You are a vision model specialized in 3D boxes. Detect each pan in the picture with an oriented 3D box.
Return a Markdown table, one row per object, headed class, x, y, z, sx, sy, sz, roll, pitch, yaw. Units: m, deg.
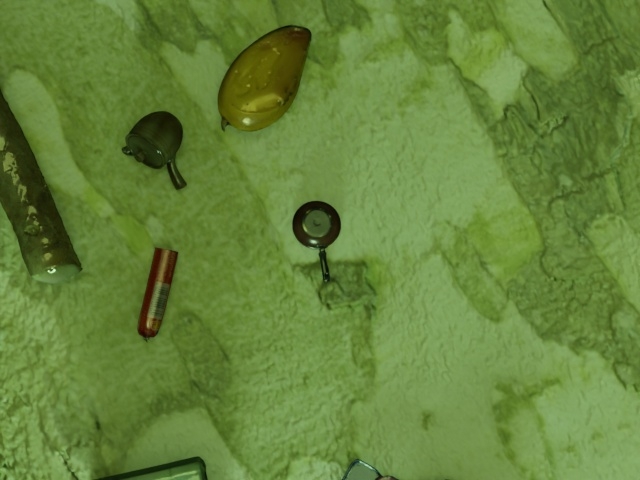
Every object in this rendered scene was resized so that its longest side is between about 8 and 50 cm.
| class | x | y | z | sx | sy | sz | roll | pitch | yaw |
| --- | --- | --- | --- | --- | --- | --- | --- | --- | --- |
| pan | 0.000 | 0.000 | 1.799 | 0.068 | 0.023 | 0.115 | -11 | 85 | -6 |

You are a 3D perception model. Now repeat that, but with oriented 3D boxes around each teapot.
| class | x | y | z | sx | sy | sz | roll | pitch | yaw |
| --- | --- | --- | --- | --- | --- | --- | --- | --- | --- |
| teapot | -0.220 | -0.121 | 1.788 | 0.110 | 0.085 | 0.080 | 52 | 57 | -26 |

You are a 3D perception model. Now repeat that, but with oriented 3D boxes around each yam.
| class | x | y | z | sx | sy | sz | roll | pitch | yaw |
| --- | --- | --- | --- | --- | --- | --- | --- | --- | --- |
| yam | -0.424 | -0.104 | 1.754 | 0.081 | 0.081 | 0.357 | -24 | 85 | -6 |

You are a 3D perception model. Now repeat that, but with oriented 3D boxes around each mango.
| class | x | y | z | sx | sy | sz | roll | pitch | yaw |
| --- | --- | --- | --- | --- | --- | --- | --- | --- | --- |
| mango | -0.077 | -0.223 | 1.798 | 0.101 | 0.066 | 0.187 | 30 | 78 | 8 |

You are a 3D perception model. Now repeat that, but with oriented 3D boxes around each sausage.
| class | x | y | z | sx | sy | sz | roll | pitch | yaw |
| --- | --- | --- | --- | --- | --- | --- | --- | --- | --- |
| sausage | -0.224 | 0.076 | 1.770 | 0.034 | 0.034 | 0.129 | 12 | 84 | -3 |

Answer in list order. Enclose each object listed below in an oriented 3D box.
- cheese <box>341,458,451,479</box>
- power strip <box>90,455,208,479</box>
| class | x | y | z | sx | sy | sz | roll | pitch | yaw |
| --- | --- | --- | --- | --- | --- | --- | --- | --- | --- |
| cheese | 0.133 | 0.384 | 1.749 | 0.244 | 0.062 | 0.155 | 29 | 82 | 1 |
| power strip | -0.248 | 0.373 | 1.685 | 0.224 | 0.139 | 0.140 | -11 | 86 | -5 |
